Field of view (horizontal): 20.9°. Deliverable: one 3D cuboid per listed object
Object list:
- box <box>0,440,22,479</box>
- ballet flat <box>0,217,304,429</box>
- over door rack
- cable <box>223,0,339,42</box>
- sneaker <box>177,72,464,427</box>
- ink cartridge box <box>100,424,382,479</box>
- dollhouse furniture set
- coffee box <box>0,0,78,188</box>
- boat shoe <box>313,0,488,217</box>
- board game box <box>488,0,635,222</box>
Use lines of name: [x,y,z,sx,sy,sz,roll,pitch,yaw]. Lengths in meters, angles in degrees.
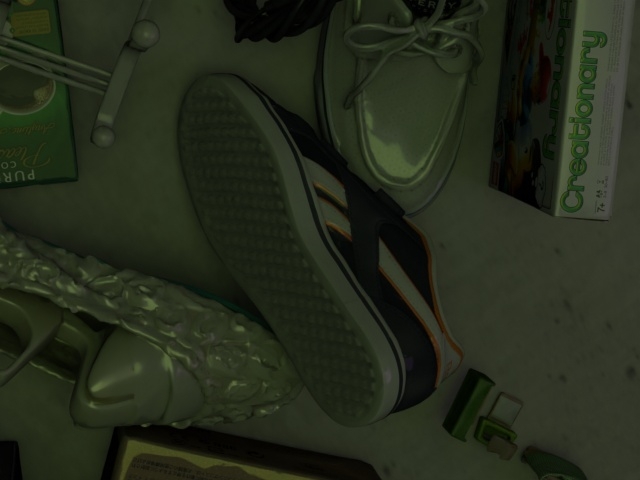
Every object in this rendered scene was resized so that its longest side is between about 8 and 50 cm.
box: [-0.304,0.318,1.417,0.143,0.165,0.270,-5,100,-9]
ballet flat: [-0.215,0.079,1.403,0.409,0.147,0.147,24,94,-8]
over door rack: [-0.218,-0.243,1.297,0.239,0.108,0.324,19,111,-12]
cable: [-0.013,-0.231,1.389,0.047,0.150,0.184,19,109,-44]
sneaker: [0.000,0.000,1.430,0.127,0.126,0.321,-14,69,-43]
ink cartridge box: [-0.081,0.268,1.487,0.234,0.088,0.193,14,98,-12]
dollhouse furniture set: [0.185,0.171,1.524,0.151,0.076,0.058,27,94,-12]
coffee box: [-0.262,-0.133,1.417,0.113,0.040,0.184,-8,100,-8]
boat shoe: [0.082,-0.192,1.407,0.136,0.156,0.367,6,98,-11]
board game box: [0.199,-0.179,1.412,0.053,0.193,0.305,3,98,-11]
